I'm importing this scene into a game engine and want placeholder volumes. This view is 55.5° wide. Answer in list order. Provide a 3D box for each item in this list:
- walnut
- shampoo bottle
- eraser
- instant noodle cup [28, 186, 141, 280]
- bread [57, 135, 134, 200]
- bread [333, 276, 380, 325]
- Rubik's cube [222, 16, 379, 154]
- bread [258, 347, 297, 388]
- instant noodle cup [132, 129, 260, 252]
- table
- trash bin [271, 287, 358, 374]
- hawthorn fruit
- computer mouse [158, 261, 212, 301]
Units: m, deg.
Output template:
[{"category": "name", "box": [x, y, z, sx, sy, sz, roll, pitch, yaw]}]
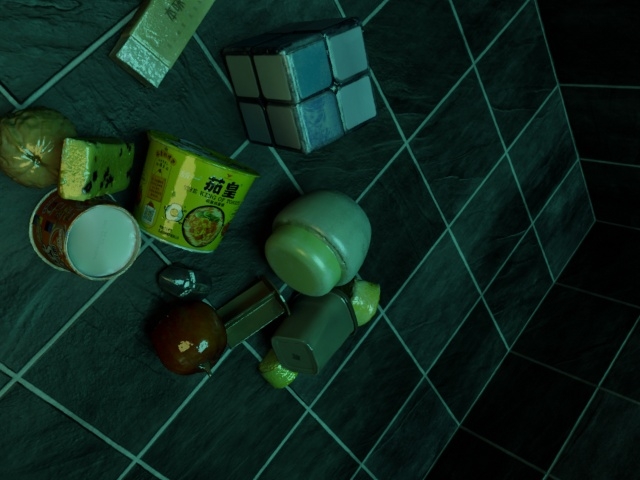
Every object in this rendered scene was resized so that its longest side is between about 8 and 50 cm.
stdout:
[{"category": "walnut", "box": [-0.666, -0.223, 1.434, 0.213, 0.213, 0.213, -14, 112, -38]}, {"category": "shampoo bottle", "box": [0.000, 0.000, 2.006, 0.317, 0.323, 0.322, -47, 129, -28]}, {"category": "eraser", "box": [-0.414, -0.588, 1.630, 0.144, 0.078, 0.343, 36, 78, -40]}, {"category": "instant noodle cup", "box": [-0.591, -0.014, 1.570, 0.251, 0.192, 0.250, -14, 113, -38]}, {"category": "bread", "box": [-0.537, -0.179, 1.478, 0.077, 0.361, 0.138, 12, 99, -4]}, {"category": "bread", "box": [0.128, 0.221, 2.288, 0.171, 0.197, 0.197, 34, 80, -31]}, {"category": "Rubik's cube", "box": [-0.055, -0.467, 1.821, 0.318, 0.316, 0.313, -31, 121, -29]}, {"category": "bread", "box": [-0.145, 0.457, 2.170, 0.114, 0.111, 0.129, 46, 68, -31]}, {"category": "instant noodle cup", "box": [-0.360, -0.128, 1.680, 0.326, 0.326, 0.254, 15, 103, -43]}, {"category": "table", "box": [-0.240, 0.241, 1.997, 0.227, 0.167, 0.167, -34, 123, -19]}, {"category": "trash bin", "box": [-0.027, 0.319, 2.114, 0.250, 0.219, 0.219, -50, 129, -44]}, {"category": "hawthorn fruit", "box": [-0.380, 0.301, 1.817, 0.215, 0.249, 0.215, -24, 144, -20]}, {"category": "computer mouse", "box": [-0.408, 0.133, 1.865, 0.192, 0.062, 0.105, 24, 87, -41]}]
